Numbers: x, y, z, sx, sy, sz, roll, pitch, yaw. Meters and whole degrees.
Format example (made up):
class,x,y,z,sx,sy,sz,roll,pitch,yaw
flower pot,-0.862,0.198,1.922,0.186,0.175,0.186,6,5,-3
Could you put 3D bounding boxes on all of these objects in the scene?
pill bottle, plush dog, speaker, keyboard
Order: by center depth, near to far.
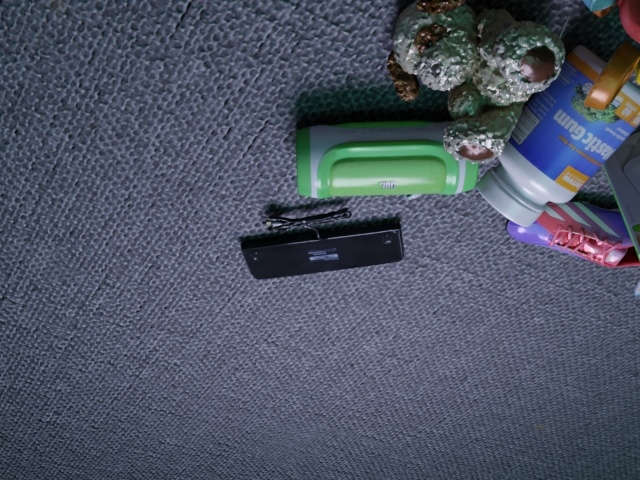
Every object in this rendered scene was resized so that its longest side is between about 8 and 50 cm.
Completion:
class,x,y,z,sx,sy,sz,roll,pitch,yaw
plush dog,0.215,-0.278,1.161,0.226,0.210,0.262,25,144,-2
pill bottle,0.377,-0.156,1.253,0.152,0.152,0.272,25,115,-27
speaker,0.109,-0.135,1.330,0.297,0.131,0.131,-2,138,-1
keyboard,0.000,0.000,1.547,0.318,0.033,0.201,-8,144,5

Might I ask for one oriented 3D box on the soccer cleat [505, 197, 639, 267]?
class,x,y,z,sx,sy,sz,roll,pitch,yaw
soccer cleat,0.511,-0.006,1.499,0.319,0.116,0.108,5,138,-9

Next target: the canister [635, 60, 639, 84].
class,x,y,z,sx,sy,sz,roll,pitch,yaw
canister,0.572,-0.229,1.213,0.126,0.169,0.073,-8,138,6

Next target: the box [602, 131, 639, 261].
class,x,y,z,sx,sy,sz,roll,pitch,yaw
box,0.622,-0.073,1.323,0.231,0.261,0.126,-21,135,21

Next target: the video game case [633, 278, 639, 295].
class,x,y,z,sx,sy,sz,roll,pitch,yaw
video game case,0.742,0.060,1.662,0.119,0.015,0.166,-1,138,-2

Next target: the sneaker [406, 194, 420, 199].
class,x,y,z,sx,sy,sz,roll,pitch,yaw
sneaker,0.208,-0.099,1.440,0.069,0.038,0.098,24,132,-25

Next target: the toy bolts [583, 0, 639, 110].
class,x,y,z,sx,sy,sz,roll,pitch,yaw
toy bolts,0.366,-0.308,1.048,0.218,0.159,0.228,-58,163,11
